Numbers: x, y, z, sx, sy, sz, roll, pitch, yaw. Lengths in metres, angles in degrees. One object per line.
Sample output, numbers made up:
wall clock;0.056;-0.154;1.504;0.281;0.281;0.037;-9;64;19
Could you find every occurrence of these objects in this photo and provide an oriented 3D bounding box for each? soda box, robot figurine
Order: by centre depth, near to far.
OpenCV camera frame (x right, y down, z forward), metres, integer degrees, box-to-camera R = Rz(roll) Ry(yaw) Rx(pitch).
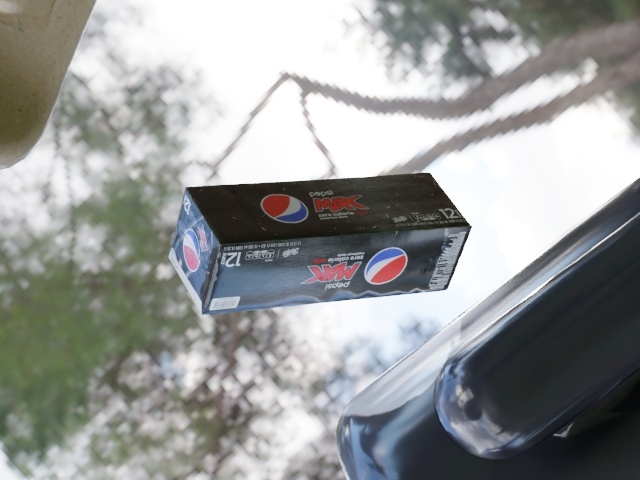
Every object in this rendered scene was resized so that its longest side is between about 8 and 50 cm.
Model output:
robot figurine;0.120;0.080;0.615;0.173;0.278;0.209;52;-177;0
soda box;0.000;0.000;1.054;0.169;0.053;0.060;-4;-141;-28

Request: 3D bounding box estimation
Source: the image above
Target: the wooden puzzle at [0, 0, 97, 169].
wooden puzzle;-0.116;-0.159;0.345;0.221;0.238;0.044;22;180;-25
